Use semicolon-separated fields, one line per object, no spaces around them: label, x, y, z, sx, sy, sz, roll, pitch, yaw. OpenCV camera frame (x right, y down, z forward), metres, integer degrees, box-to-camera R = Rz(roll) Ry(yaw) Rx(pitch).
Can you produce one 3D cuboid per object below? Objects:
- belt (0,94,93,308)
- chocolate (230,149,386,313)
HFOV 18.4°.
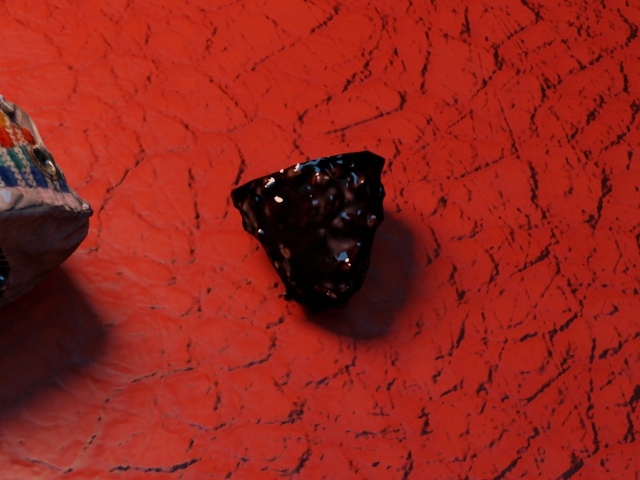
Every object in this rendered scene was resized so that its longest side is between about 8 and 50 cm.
belt;-0.330;-0.016;1.687;0.257;0.207;0.150;-13;64;-42
chocolate;0.000;0.000;1.815;0.156;0.156;0.133;-11;84;-18
